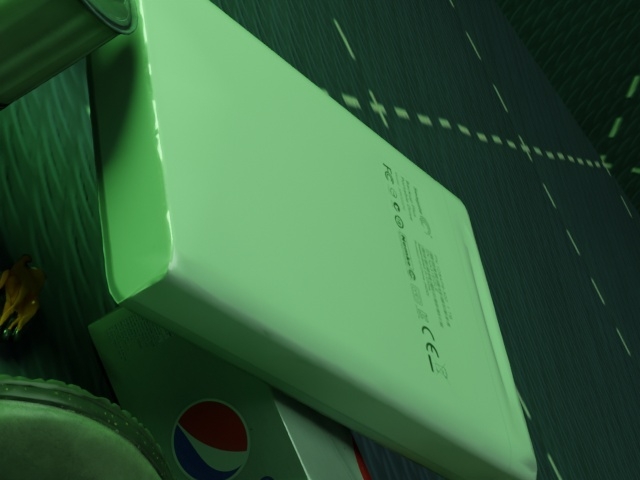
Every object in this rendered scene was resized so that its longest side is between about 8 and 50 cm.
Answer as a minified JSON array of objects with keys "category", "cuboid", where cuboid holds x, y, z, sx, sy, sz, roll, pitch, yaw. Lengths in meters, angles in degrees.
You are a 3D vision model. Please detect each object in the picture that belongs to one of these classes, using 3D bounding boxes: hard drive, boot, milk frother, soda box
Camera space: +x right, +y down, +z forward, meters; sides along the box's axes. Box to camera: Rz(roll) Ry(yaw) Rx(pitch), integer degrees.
[{"category":"hard drive","cuboid":[0.000,0.000,0.942,0.353,0.047,0.233,34,35,-45]},{"category":"boot","cuboid":[-0.096,0.172,0.708,0.246,0.083,0.161,42,32,-43]},{"category":"milk frother","cuboid":[-0.189,-0.140,0.813,0.143,0.134,0.129,50,18,-33]},{"category":"soda box","cuboid":[-0.022,0.156,0.902,0.286,0.091,0.098,66,18,12]}]

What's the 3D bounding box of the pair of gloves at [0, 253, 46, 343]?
[{"category":"pair of gloves","cuboid":[-0.176,0.013,0.827,0.083,0.010,0.074,52,21,-19]}]
